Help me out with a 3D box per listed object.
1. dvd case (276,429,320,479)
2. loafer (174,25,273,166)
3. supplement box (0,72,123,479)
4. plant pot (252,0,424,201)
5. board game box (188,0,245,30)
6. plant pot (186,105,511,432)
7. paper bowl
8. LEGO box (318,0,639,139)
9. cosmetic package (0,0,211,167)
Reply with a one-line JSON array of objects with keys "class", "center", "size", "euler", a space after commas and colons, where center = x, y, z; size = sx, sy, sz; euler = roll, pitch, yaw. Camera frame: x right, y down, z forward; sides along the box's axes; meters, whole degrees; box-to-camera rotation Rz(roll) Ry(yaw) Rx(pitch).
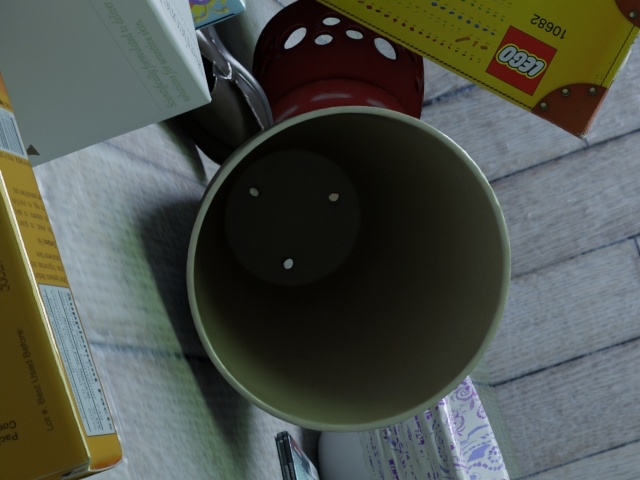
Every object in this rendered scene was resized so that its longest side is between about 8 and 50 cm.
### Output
[{"class": "dvd case", "center": [-0.010, 0.235, 1.722], "size": [0.087, 0.013, 0.119], "euler": [57, 17, -54]}, {"class": "loafer", "center": [-0.111, -0.133, 1.740], "size": [0.220, 0.080, 0.078], "euler": [56, 26, -38]}, {"class": "supplement box", "center": [-0.177, 0.018, 1.018], "size": [0.080, 0.078, 0.233], "euler": [33, 39, -80]}, {"class": "plant pot", "center": [0.020, -0.146, 2.136], "size": [0.174, 0.191, 0.191], "euler": [-90, 159, -51]}, {"class": "board game box", "center": [-0.152, -0.274, 1.544], "size": [0.275, 0.144, 0.142], "euler": [-97, 164, -56]}, {"class": "plant pot", "center": [0.000, 0.000, 1.659], "size": [0.274, 0.256, 0.257], "euler": [-135, -158, -75]}, {"class": "paper bowl", "center": [0.095, 0.247, 1.881], "size": [0.284, 0.148, 0.284], "euler": [-19, 90, -81]}, {"class": "LEGO box", "center": [0.100, -0.336, 2.081], "size": [0.500, 0.193, 0.372], "euler": [28, 16, 0]}, {"class": "cosmetic package", "center": [-0.196, -0.250, 1.223], "size": [0.197, 0.155, 0.366], "euler": [60, 13, -59]}]
